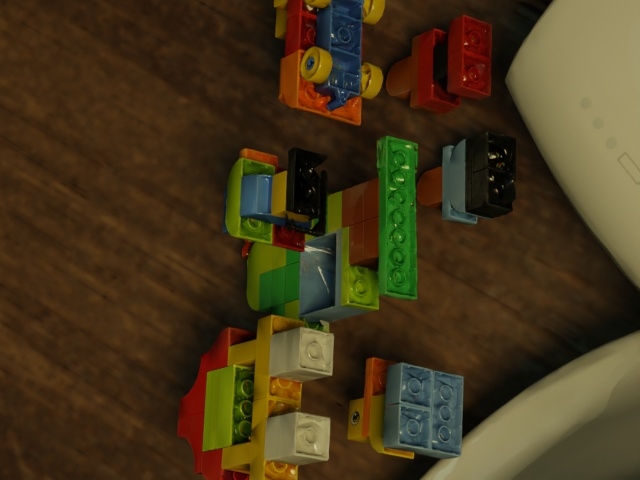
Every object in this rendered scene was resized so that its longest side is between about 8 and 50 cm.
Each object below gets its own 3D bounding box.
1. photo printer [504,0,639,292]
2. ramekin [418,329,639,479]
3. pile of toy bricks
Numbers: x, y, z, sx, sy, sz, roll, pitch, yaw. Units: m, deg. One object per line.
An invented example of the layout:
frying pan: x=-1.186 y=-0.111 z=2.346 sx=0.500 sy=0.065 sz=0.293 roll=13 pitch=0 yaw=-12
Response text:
photo printer: x=0.240 y=-0.077 z=0.683 sx=0.307 sy=0.107 sz=0.256 roll=-46 pitch=75 yaw=4
ramekin: x=0.109 y=0.165 z=0.613 sx=0.127 sy=0.273 sz=0.273 roll=42 pitch=95 yaw=-20
pile of toy bricks: x=0.000 y=0.000 z=0.744 sx=0.105 sy=0.118 sz=0.212 roll=-18 pitch=64 yaw=51
